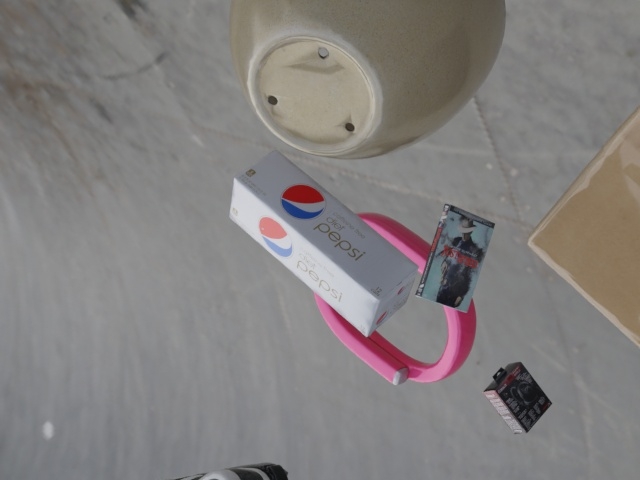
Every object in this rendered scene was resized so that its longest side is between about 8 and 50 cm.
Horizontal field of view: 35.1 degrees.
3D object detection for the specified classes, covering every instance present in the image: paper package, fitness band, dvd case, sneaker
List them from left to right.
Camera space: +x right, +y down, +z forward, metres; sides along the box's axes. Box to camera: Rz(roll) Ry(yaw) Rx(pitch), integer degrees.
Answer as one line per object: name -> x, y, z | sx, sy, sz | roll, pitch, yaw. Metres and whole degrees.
sneaker -> -0.117, 0.305, 1.168 | 0.217, 0.121, 0.079 | -23, 70, 45
fitness band -> 0.099, 0.083, 1.468 | 0.291, 0.054, 0.209 | 37, 125, 33
dvd case -> 0.168, 0.023, 1.250 | 0.087, 0.119, 0.013 | 20, 176, -38
paper package -> 0.425, -0.008, 0.999 | 0.325, 0.168, 0.309 | 44, 142, 11

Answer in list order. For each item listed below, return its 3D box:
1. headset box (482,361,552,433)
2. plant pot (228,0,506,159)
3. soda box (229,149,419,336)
headset box -> 0.264, 0.210, 1.366 | 0.083, 0.062, 0.032 | 51, 152, -6
plant pot -> 0.023, -0.190, 0.998 | 0.284, 0.191, 0.284 | 12, 130, 15
soda box -> 0.000, 0.000, 1.095 | 0.216, 0.069, 0.074 | 40, 147, 19
